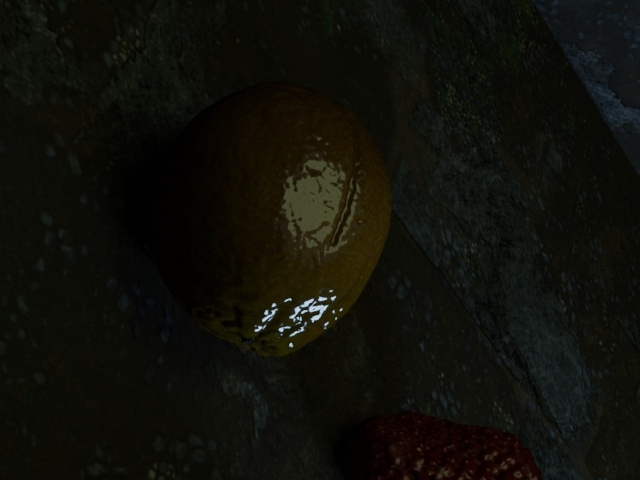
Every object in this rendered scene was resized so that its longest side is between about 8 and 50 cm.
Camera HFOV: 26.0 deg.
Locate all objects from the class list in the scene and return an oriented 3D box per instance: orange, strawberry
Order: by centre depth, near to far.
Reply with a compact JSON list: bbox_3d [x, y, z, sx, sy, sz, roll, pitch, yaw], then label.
[{"bbox_3d":[-0.064,-0.027,1.853,0.322,0.322,0.357,33,57,-45],"label":"orange"},{"bbox_3d":[0.189,0.388,2.120,0.351,0.267,0.312,30,15,-9],"label":"strawberry"}]
